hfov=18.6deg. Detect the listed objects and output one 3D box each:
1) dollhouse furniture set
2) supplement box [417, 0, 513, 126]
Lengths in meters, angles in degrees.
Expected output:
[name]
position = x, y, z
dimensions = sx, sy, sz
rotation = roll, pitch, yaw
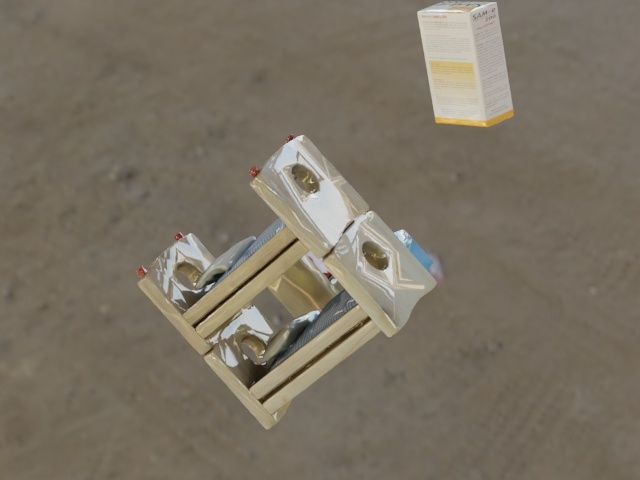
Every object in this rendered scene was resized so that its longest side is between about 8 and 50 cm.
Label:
[dollhouse furniture set]
position = 0.000, 0.000, 1.246
dimensions = 0.129, 0.129, 0.184
rotation = -39, 4, 35
[supplement box]
position = 0.121, -0.147, 1.619
dimensions = 0.036, 0.098, 0.062
rotation = -24, 22, -38
